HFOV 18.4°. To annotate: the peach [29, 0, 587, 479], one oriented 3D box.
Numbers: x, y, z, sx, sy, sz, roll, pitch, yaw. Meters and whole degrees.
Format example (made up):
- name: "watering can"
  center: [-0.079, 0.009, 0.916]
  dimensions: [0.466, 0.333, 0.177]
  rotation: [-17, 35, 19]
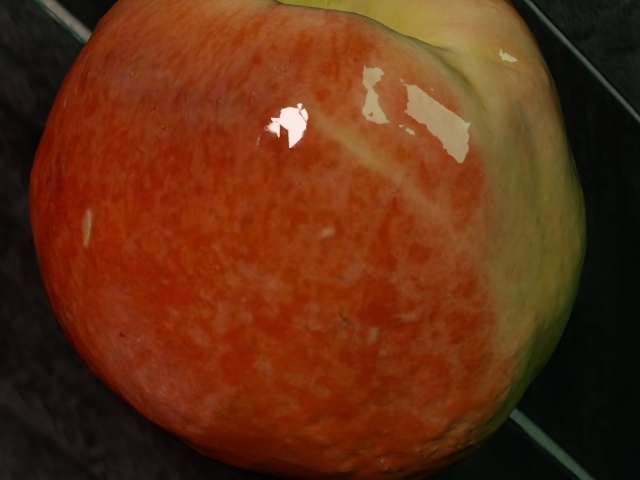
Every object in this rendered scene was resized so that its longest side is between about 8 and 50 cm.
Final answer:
- name: "peach"
  center: [0.000, 0.000, 0.831]
  dimensions: [0.232, 0.232, 0.257]
  rotation: [-71, 167, -54]
